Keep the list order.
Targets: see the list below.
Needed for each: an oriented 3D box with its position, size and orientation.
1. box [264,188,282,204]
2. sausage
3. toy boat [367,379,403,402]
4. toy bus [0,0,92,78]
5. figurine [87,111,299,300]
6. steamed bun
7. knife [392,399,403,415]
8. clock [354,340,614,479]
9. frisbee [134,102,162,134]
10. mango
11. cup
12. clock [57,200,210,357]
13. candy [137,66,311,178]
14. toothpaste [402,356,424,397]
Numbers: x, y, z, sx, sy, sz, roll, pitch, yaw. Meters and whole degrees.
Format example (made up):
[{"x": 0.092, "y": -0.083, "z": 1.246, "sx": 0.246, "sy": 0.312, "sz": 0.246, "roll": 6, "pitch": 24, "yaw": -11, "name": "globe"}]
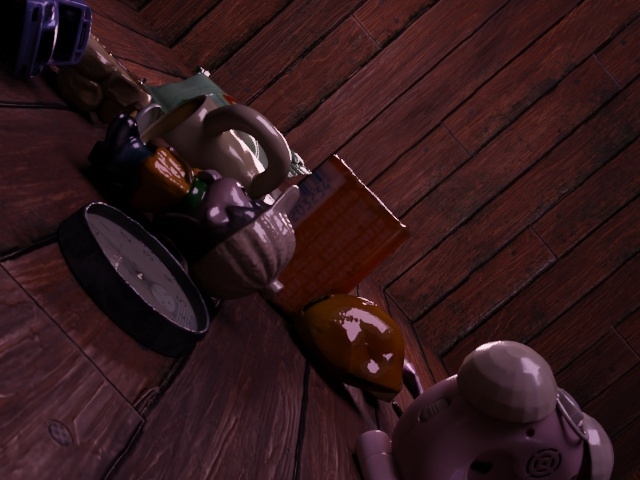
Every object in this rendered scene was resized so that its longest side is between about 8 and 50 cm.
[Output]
[{"x": -0.111, "y": -0.057, "z": 2.008, "sx": 0.373, "sy": 0.090, "sz": 0.367, "roll": 46, "pitch": 8, "yaw": -20, "name": "box"}, {"x": 0.000, "y": 0.000, "z": 1.549, "sx": 0.233, "sy": 0.287, "sz": 0.233, "roll": 46, "pitch": 3, "yaw": -3, "name": "sausage"}, {"x": 0.111, "y": 0.258, "z": 1.688, "sx": 0.121, "sy": 0.089, "sz": 0.321, "roll": 42, "pitch": 9, "yaw": -10, "name": "toy boat"}, {"x": -0.438, "y": -0.356, "z": 1.180, "sx": 0.133, "sy": 0.125, "sz": 0.292, "roll": 3, "pitch": 35, "yaw": -33, "name": "toy bus"}, {"x": -0.193, "y": -0.036, "z": 1.148, "sx": 0.332, "sy": 0.204, "sz": 0.185, "roll": 22, "pitch": -5, "yaw": -9, "name": "figurine"}, {"x": -0.400, "y": -0.286, "z": 1.341, "sx": 0.177, "sy": 0.106, "sz": 0.192, "roll": 48, "pitch": 4, "yaw": 42, "name": "steamed bun"}, {"x": 0.210, "y": 0.426, "z": 1.682, "sx": 0.230, "sy": 0.028, "sz": 0.060, "roll": 52, "pitch": -6, "yaw": 48, "name": "knife"}, {"x": 0.265, "y": 0.337, "z": 1.197, "sx": 0.342, "sy": 0.326, "sz": 0.184, "roll": 45, "pitch": 9, "yaw": -35, "name": "clock"}, {"x": -0.315, "y": -0.194, "z": 1.346, "sx": 0.014, "sy": 0.110, "sz": 0.110, "roll": 34, "pitch": 6, "yaw": 4, "name": "frisbee"}, {"x": 0.058, "y": 0.190, "z": 1.466, "sx": 0.236, "sy": 0.166, "sz": 0.136, "roll": 25, "pitch": -26, "yaw": -26, "name": "mango"}, {"x": -0.167, "y": -0.140, "z": 1.308, "sx": 0.202, "sy": 0.255, "sz": 0.173, "roll": 55, "pitch": 18, "yaw": -24, "name": "cup"}, {"x": -0.217, "y": 0.043, "z": 0.916, "sx": 0.215, "sy": 0.042, "sz": 0.215, "roll": 48, "pitch": 7, "yaw": -8, "name": "clock"}, {"x": -0.207, "y": -0.227, "z": 1.686, "sx": 0.263, "sy": 0.172, "sz": 0.398, "roll": 54, "pitch": 23, "yaw": 17, "name": "candy"}, {"x": 0.281, "y": 0.427, "z": 2.044, "sx": 0.075, "sy": 0.048, "sz": 0.301, "roll": 48, "pitch": 7, "yaw": -49, "name": "toothpaste"}]
